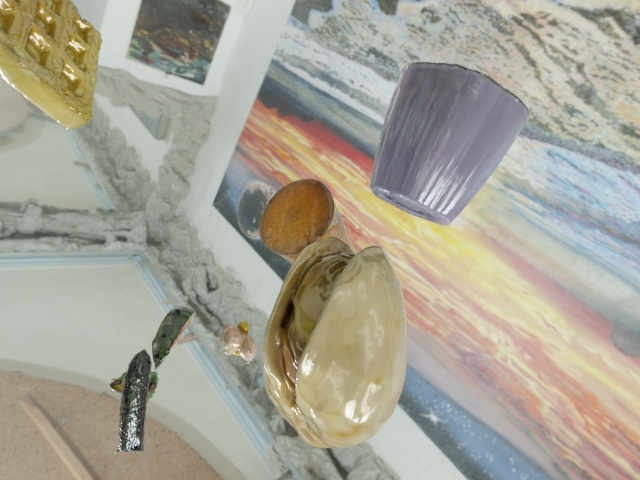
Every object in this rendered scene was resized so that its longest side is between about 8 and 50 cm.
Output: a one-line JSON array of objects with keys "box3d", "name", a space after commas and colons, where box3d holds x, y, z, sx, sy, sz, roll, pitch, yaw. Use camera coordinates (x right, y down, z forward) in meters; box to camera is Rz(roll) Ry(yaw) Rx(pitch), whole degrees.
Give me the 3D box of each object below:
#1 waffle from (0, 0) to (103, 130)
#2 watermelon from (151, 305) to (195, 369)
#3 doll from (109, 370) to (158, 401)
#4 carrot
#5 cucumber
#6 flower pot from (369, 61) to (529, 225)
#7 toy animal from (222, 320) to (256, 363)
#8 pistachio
[{"box3d": [-0.410, -0.306, 0.547, 0.248, 0.055, 0.221, 57, -163, -57], "name": "waffle"}, {"box3d": [-0.437, 0.272, 1.213, 0.063, 0.119, 0.245, 18, -152, -2], "name": "watermelon"}, {"box3d": [-0.466, 0.370, 1.010, 0.113, 0.076, 0.078, -8, -172, 9], "name": "doll"}, {"box3d": [0.000, 0.000, 0.962, 0.196, 0.196, 0.254, 49, -177, 40], "name": "carrot"}, {"box3d": [-0.427, 0.373, 0.923, 0.067, 0.245, 0.067, 6, -176, 0], "name": "cucumber"}, {"box3d": [0.221, -0.171, 0.787, 0.265, 0.243, 0.265, 27, 180, 0], "name": "flower pot"}, {"box3d": [-0.221, 0.271, 1.047, 0.082, 0.091, 0.114, 10, -146, -42], "name": "toy animal"}, {"box3d": [0.025, 0.158, 0.624, 0.229, 0.321, 0.238, 10, -177, 35], "name": "pistachio"}]
